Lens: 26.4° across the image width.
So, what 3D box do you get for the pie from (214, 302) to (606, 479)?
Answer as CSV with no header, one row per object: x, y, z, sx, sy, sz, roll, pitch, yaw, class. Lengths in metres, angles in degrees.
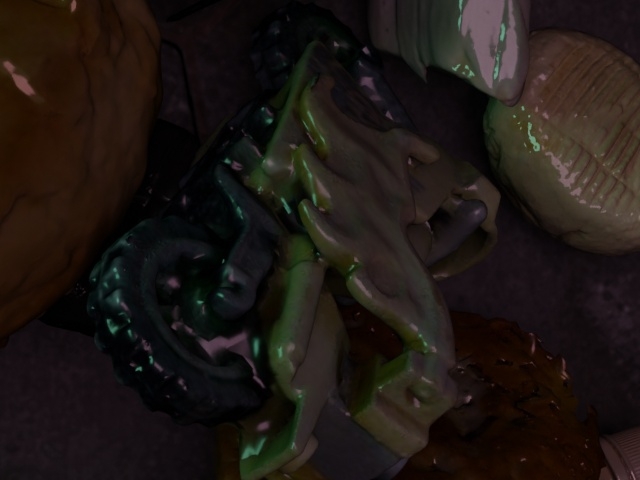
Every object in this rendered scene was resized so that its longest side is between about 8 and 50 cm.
0.052,0.152,0.961,0.308,0.308,0.085,-10,134,-11,pie

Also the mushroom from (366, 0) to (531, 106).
0.128,-0.264,1.003,0.122,0.159,0.328,14,91,-54,mushroom

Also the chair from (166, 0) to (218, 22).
-0.055,-0.246,0.925,0.172,0.247,0.158,-15,94,-12,chair

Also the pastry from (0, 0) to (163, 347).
-0.299,-0.097,0.861,0.410,0.245,0.409,1,65,-3,pastry

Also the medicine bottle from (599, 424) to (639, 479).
0.147,0.209,1.036,0.252,0.114,0.114,-17,94,-10,medicine bottle

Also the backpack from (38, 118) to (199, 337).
-0.138,-0.005,0.984,0.120,0.106,0.165,17,70,11,backpack

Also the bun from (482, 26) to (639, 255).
0.201,-0.074,1.053,0.188,0.111,0.164,38,66,-7,bun

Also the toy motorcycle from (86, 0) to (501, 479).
0.000,0.000,0.905,0.237,0.410,0.169,43,127,-12,toy motorcycle
